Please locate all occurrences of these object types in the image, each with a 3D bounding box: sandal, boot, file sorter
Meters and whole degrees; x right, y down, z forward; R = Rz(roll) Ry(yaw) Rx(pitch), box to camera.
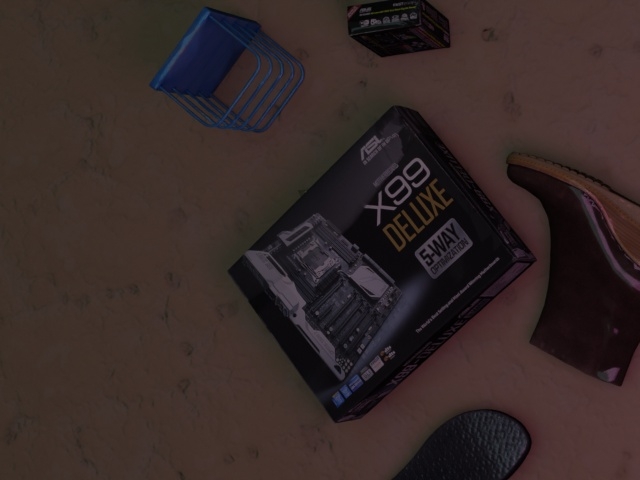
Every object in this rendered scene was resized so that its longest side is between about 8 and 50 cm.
[{"bbox_3d":[0.151,0.285,1.823,0.254,0.054,0.097,-40,69,26],"label":"sandal"},{"bbox_3d":[0.288,0.029,1.744,0.248,0.090,0.207,30,100,18],"label":"boot"},{"bbox_3d":[-0.108,-0.203,1.859,0.104,0.170,0.118,41,104,13],"label":"file sorter"}]

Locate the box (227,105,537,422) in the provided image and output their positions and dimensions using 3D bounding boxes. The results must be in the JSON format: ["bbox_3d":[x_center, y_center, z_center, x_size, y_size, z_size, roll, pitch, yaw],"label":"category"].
[{"bbox_3d":[0.068,0.029,1.796,0.307,0.076,0.242,-44,70,21],"label":"box"}]

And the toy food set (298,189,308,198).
[{"bbox_3d":[0.000,0.000,1.893,0.078,0.019,0.122,10,93,21],"label":"toy food set"}]

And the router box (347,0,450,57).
[{"bbox_3d":[0.095,-0.256,1.803,0.092,0.122,0.038,-5,82,21],"label":"router box"}]
